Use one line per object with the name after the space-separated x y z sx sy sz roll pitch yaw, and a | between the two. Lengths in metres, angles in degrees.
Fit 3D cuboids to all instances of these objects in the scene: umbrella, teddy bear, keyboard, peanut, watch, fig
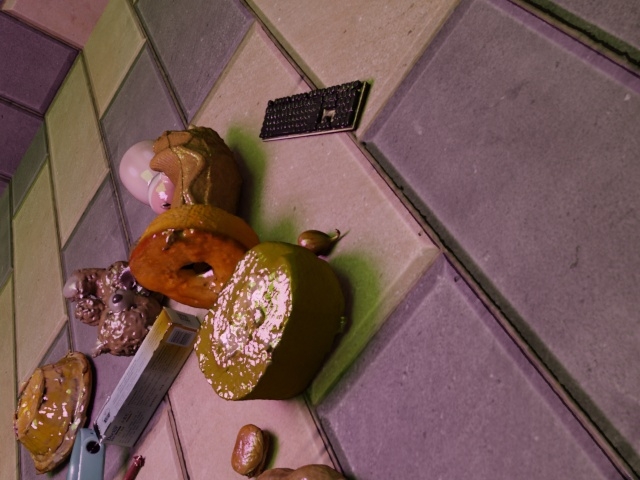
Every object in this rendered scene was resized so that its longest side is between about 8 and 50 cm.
-0.407 0.509 1.526 0.165 0.025 0.027 -58 17 7 | umbrella
-0.433 0.145 1.659 0.267 0.156 0.256 -24 41 6 | teddy bear
-0.022 -0.252 1.453 0.317 0.027 0.106 2 73 54 | keyboard
-0.025 0.363 1.054 0.192 0.089 0.089 -23 53 45 | peanut
-0.493 0.516 1.563 0.195 0.068 0.237 123 150 -43 | watch
0.000 0.000 1.262 0.083 0.050 0.050 -21 54 29 | fig

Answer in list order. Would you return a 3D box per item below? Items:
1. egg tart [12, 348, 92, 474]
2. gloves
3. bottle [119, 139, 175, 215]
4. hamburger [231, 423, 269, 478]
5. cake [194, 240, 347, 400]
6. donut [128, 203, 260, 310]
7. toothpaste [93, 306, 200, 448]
-0.681 0.420 1.858 0.315 0.120 0.315 -31 48 42 | egg tart
-0.244 -0.121 1.550 0.155 0.203 0.356 -30 50 10 | gloves
-0.367 -0.131 1.745 0.236 0.147 0.148 40 104 47 | bottle
-0.115 0.344 1.217 0.076 0.044 0.083 -2 67 52 | hamburger
-0.075 0.136 1.189 0.179 0.156 0.261 49 117 36 | cake
-0.226 0.038 1.379 0.253 0.253 0.118 -37 34 36 | donut
-0.356 0.287 1.533 0.313 0.089 0.071 -58 43 11 | toothpaste
